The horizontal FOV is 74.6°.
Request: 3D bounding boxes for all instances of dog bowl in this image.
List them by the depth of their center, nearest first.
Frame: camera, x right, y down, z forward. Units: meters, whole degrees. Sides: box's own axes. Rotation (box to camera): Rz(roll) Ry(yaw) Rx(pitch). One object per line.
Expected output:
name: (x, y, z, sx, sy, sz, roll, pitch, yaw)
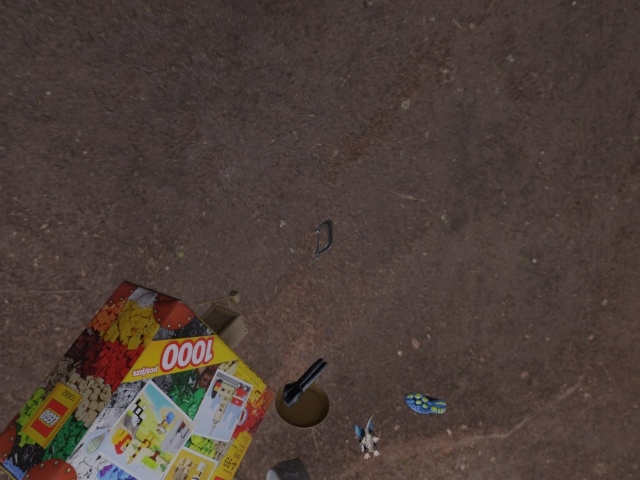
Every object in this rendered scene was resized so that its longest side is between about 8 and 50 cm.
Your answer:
dog bowl: (-0.107, 0.986, 1.539, 0.102, 0.348, 0.350, -4, 106, -25)

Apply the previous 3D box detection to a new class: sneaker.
sneaker: (0.388, 0.618, 1.588, 0.188, 0.078, 0.067, 20, 67, -27)

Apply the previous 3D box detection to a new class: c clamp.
c clamp: (0.000, 0.000, 1.587, 0.022, 0.137, 0.161, 26, 54, -32)

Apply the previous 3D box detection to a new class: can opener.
can opener: (-0.048, 0.456, 1.355, 0.186, 0.073, 0.059, -42, 134, -14)

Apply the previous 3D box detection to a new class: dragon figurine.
dragon figurine: (0.204, 0.865, 1.880, 0.085, 0.144, 0.290, -14, 110, -7)

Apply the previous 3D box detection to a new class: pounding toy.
pounding toy: (-0.322, 0.262, 1.360, 0.206, 0.180, 0.094, -47, 137, -38)

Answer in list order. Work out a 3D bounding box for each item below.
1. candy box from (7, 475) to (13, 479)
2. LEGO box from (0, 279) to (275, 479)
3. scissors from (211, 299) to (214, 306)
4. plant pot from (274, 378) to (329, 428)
candy box: (-0.629, 0.579, 1.036, 0.233, 0.159, 0.071, 21, 106, -29)
LEGO box: (-0.351, 0.390, 0.942, 0.373, 0.192, 0.501, -61, 146, -28)
scissors: (-0.418, 0.400, 1.761, 0.108, 0.021, 0.298, -3, 79, 21)
plant pot: (-0.079, 0.701, 1.797, 0.235, 0.236, 0.033, 1, 125, -13)
